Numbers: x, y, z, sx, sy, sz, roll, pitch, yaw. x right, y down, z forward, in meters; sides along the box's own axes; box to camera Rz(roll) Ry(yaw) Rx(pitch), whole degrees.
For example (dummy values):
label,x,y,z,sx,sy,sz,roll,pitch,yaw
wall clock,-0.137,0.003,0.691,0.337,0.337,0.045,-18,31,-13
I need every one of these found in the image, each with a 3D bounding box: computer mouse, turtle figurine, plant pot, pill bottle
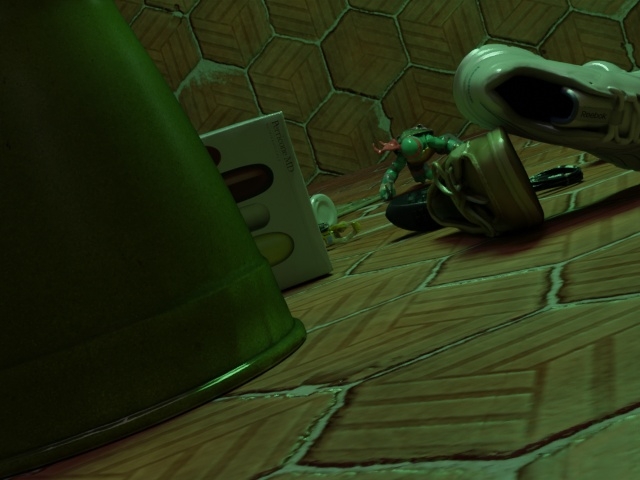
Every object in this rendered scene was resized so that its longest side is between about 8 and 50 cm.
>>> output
label,x,y,z,sx,sy,sz,roll,pitch,yaw
computer mouse,0.198,-0.049,1.445,0.242,0.041,0.071,-11,15,11
turtle figurine,0.184,-0.148,2.129,0.175,0.118,0.234,-17,0,18
plant pot,-0.241,-0.030,0.976,0.367,0.353,0.366,-19,5,2
pill bottle,-0.036,-0.030,1.867,0.116,0.065,0.065,-14,6,38

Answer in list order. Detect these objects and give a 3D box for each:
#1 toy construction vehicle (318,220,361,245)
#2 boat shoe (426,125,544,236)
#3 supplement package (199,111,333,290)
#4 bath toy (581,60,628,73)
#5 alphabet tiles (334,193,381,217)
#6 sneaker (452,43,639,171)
label,x,y,z,sx,sy,sz,roll,pitch,yaw
toy construction vehicle,0.000,0.000,1.636,0.098,0.035,0.086,-17,-6,-18
boat shoe,0.160,-0.046,1.210,0.089,0.104,0.285,-23,-5,2
supplement package,-0.120,-0.024,1.370,0.203,0.194,0.149,-20,6,-10
bath toy,0.486,-0.200,1.516,0.348,0.151,0.129,-19,-33,33
alphabet tiles,-0.006,-0.043,2.225,0.237,0.009,0.198,-14,7,43
sneaker,0.279,-0.121,1.174,0.297,0.111,0.129,7,12,-1
